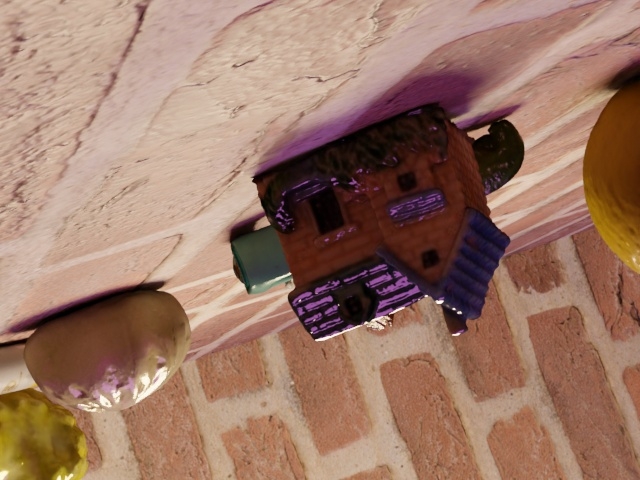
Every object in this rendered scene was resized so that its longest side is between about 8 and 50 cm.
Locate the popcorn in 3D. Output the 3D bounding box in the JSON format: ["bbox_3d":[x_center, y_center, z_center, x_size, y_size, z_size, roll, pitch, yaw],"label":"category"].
[{"bbox_3d":[-0.460,0.278,2.209,0.250,0.235,0.241,32,137,-29],"label":"popcorn"}]

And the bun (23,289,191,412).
[{"bbox_3d":[-0.241,0.135,1.936,0.178,0.128,0.193,-24,175,28],"label":"bun"}]

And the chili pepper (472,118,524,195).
[{"bbox_3d":[0.093,-0.056,1.539,0.204,0.073,0.072,-17,-172,-14],"label":"chili pepper"}]

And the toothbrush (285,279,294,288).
[{"bbox_3d":[-0.032,0.042,2.235,0.022,0.026,0.263,-25,175,-10],"label":"toothbrush"}]

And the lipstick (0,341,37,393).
[{"bbox_3d":[-0.403,0.160,1.964,0.059,0.059,0.264,-22,174,25],"label":"lipstick"}]

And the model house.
[{"bbox_3d":[0.059,0.005,1.394,0.183,0.172,0.166,-19,168,15],"label":"model house"}]

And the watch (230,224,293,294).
[{"bbox_3d":[0.000,0.000,1.741,0.195,0.068,0.237,-20,175,-4],"label":"watch"}]

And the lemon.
[{"bbox_3d":[0.370,-0.063,1.600,0.228,0.228,0.253,-19,175,-5],"label":"lemon"}]

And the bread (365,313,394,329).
[{"bbox_3d":[0.038,0.043,1.688,0.043,0.062,0.109,-17,136,39],"label":"bread"}]
